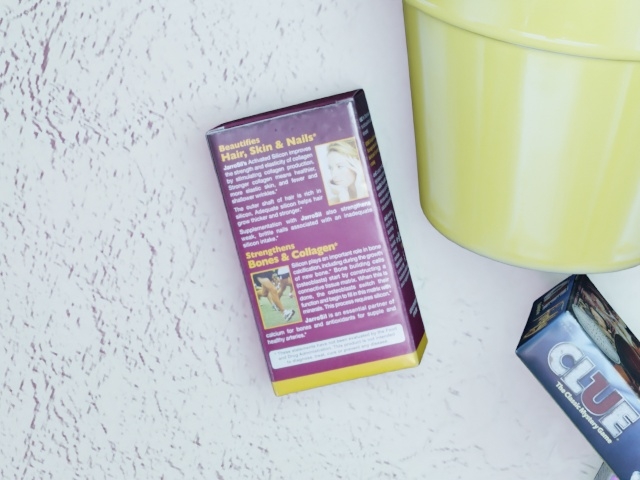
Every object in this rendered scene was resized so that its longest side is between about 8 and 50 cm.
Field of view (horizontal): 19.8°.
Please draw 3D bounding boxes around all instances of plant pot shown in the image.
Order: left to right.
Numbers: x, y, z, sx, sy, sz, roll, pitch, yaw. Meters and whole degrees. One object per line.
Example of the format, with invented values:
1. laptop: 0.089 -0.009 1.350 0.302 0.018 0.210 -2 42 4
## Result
1. plant pot: 0.155 -0.119 1.144 0.254 0.254 0.239 10 115 6

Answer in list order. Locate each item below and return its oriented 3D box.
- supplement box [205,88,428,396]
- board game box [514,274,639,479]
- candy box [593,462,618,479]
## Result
1. supplement box: 0.000 0.000 1.252 0.104 0.081 0.188 -13 97 10
2. board game box: 0.217 0.134 1.131 0.042 0.165 0.243 -39 90 13
3. candy box: 0.276 0.179 1.249 0.165 0.070 0.196 28 101 3
